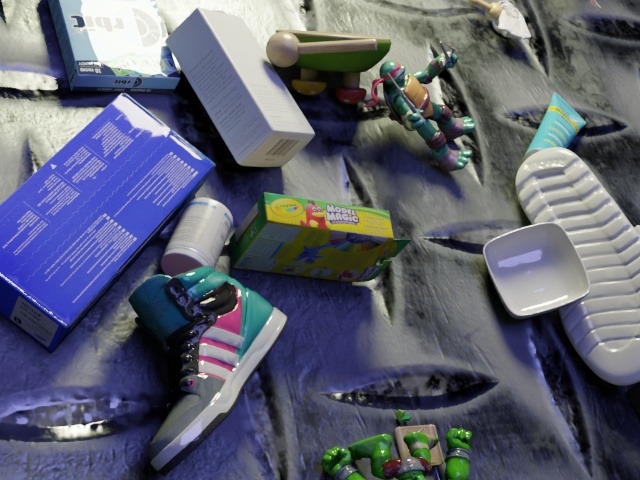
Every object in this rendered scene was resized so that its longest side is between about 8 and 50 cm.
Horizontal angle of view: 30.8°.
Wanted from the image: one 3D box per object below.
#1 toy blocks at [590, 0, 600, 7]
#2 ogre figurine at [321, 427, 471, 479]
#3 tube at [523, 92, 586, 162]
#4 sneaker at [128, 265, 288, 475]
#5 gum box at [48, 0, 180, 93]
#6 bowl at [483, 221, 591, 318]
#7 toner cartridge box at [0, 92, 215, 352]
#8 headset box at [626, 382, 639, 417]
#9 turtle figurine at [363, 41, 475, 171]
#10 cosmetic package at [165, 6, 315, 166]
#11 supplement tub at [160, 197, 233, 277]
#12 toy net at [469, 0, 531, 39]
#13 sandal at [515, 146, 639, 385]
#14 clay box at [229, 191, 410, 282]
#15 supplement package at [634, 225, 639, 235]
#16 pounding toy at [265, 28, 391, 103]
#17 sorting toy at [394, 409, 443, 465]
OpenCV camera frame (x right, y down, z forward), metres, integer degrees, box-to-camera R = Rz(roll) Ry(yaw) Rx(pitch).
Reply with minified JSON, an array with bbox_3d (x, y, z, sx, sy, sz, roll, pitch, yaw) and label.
[{"bbox_3d":[0.465,-0.620,2.275,0.308,0.260,0.289,-14,34,-11],"label":"toy blocks"},{"bbox_3d":[0.109,0.307,1.483,0.197,0.097,0.118,8,50,-30],"label":"ogre figurine"},{"bbox_3d":[0.410,-0.185,2.032,0.080,0.052,0.207,47,42,-8],"label":"tube"},{"bbox_3d":[-0.170,0.133,1.419,0.178,0.124,0.295,41,40,-6],"label":"sneaker"},{"bbox_3d":[-0.304,-0.301,1.699,0.156,0.041,0.184,-2,61,-32],"label":"gum box"},{"bbox_3d":[0.330,0.052,1.790,0.142,0.053,0.142,-18,65,-7],"label":"bowl"},{"bbox_3d":[-0.297,-0.032,1.496,0.165,0.075,0.348,39,48,-2],"label":"toner cartridge box"},{"bbox_3d":[0.631,0.209,1.769,0.293,0.218,0.110,-8,62,-33],"label":"headset box"},{"bbox_3d":[0.161,-0.222,1.832,0.234,0.118,0.175,47,58,-37],"label":"turtle figurine"},{"bbox_3d":[-0.118,-0.224,1.704,0.117,0.085,0.231,-1,55,-59],"label":"cosmetic package"},{"bbox_3d":[-0.164,0.001,1.552,0.071,0.071,0.107,29,49,-10],"label":"supplement tub"},{"bbox_3d":[0.302,-0.451,2.154,0.232,0.045,0.122,46,46,3],"label":"toy net"},{"bbox_3d":[0.444,0.034,1.853,0.102,0.169,0.416,39,31,-61],"label":"sandal"},{"bbox_3d":[0.000,0.000,1.610,0.222,0.127,0.053,7,56,-27],"label":"clay box"},{"bbox_3d":[0.579,0.039,1.932,0.179,0.105,0.105,-3,61,-33],"label":"supplement package"},{"bbox_3d":[0.013,-0.266,1.805,0.182,0.110,0.237,6,12,8],"label":"pounding toy"},{"bbox_3d":[0.130,0.267,1.577,0.062,0.012,0.083,-1,63,-25],"label":"sorting toy"}]
